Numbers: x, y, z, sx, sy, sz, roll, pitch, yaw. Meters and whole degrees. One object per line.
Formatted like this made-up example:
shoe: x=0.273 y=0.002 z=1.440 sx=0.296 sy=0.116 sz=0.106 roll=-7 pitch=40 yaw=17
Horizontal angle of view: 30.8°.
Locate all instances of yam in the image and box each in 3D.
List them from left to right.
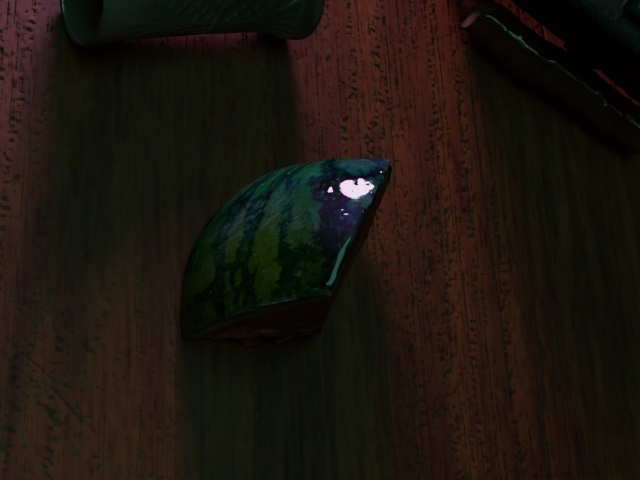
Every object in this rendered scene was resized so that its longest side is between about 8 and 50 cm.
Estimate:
yam: x=0.251 y=-0.169 z=1.197 sx=0.241 sy=0.057 sz=0.056 roll=33 pitch=55 yaw=-9

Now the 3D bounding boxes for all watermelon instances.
watermelon: x=-0.008 y=-0.015 z=0.920 sx=0.128 sy=0.146 sz=0.231 roll=34 pitch=57 yaw=-10

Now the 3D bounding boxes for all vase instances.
vase: x=-0.105 y=-0.213 z=1.003 sx=0.219 sy=0.096 sz=0.096 roll=-5 pitch=69 yaw=-33

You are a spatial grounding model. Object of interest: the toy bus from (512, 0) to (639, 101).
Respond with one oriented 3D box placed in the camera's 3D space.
toy bus: x=0.283 y=-0.264 z=1.168 sx=0.275 sy=0.167 sz=0.138 roll=36 pitch=92 yaw=-10
